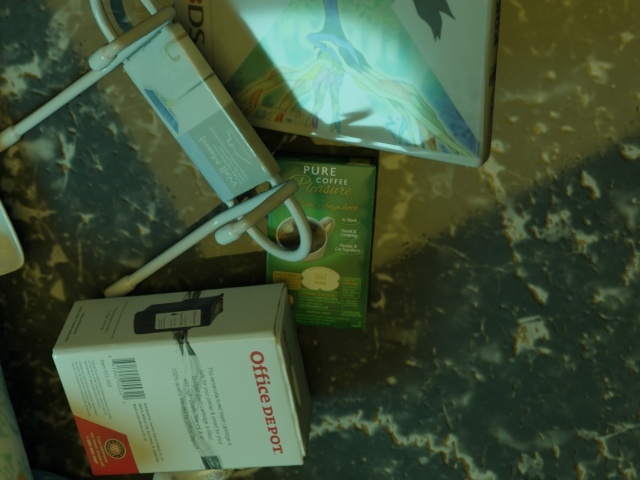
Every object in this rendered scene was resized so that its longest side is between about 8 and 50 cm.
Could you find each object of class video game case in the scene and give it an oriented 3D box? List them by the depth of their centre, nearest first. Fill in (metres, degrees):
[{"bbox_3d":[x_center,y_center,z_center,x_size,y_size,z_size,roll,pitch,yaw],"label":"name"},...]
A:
[{"bbox_3d":[0.008,-0.235,1.233,0.329,0.036,0.300,12,121,21],"label":"video game case"}]

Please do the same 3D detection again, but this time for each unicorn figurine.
[{"bbox_3d":[-0.148,0.255,1.428,0.162,0.111,0.060,-31,122,-1],"label":"unicorn figurine"}]

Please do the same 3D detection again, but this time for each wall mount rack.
[{"bbox_3d":[-0.177,-0.083,1.318,0.350,0.130,0.304,55,148,-8],"label":"wall mount rack"}]

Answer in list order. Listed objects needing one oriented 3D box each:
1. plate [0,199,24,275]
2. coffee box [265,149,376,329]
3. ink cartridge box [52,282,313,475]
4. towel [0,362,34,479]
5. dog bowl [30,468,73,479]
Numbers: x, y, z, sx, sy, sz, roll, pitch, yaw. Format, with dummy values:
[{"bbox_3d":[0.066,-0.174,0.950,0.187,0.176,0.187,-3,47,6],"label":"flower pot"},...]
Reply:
[{"bbox_3d":[-0.483,-0.065,1.405,0.277,0.045,0.278,-17,105,11],"label":"plate"},{"bbox_3d":[0.000,0.000,1.382,0.113,0.040,0.184,4,108,6],"label":"coffee box"},{"bbox_3d":[-0.138,0.148,1.385,0.237,0.100,0.172,-5,121,10],"label":"ink cartridge box"},{"bbox_3d":[-0.473,0.253,1.392,0.374,0.090,0.321,-26,75,20],"label":"towel"},{"bbox_3d":[-0.254,0.342,1.444,0.297,0.166,0.074,21,109,-1],"label":"dog bowl"}]
